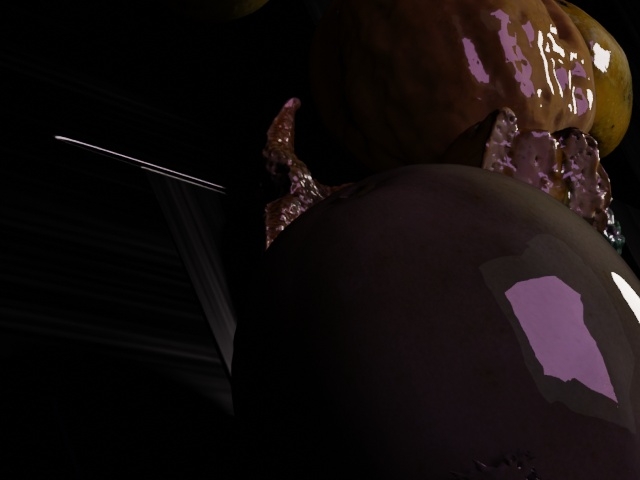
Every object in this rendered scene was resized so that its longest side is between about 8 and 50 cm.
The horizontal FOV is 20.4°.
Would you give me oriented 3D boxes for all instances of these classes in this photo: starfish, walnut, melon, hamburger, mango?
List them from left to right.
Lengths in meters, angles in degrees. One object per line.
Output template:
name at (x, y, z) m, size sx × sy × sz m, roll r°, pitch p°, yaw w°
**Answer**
starfish at (-0.001, 0.002, 1.333) m, size 0.138 × 0.050 × 0.247 m, roll 42°, pitch 33°, yaw -30°
walnut at (0.111, -0.148, 1.530) m, size 0.224 × 0.257 × 0.257 m, roll 83°, pitch -13°, yaw -61°
melon at (0.090, 0.117, 1.063) m, size 0.330 × 0.268 × 0.268 m, roll 65°, pitch 21°, yaw -8°
hamburger at (0.141, 0.038, 1.392) m, size 0.124 × 0.131 × 0.262 m, roll 14°, pitch 83°, yaw -22°
mango at (0.252, -0.163, 1.926) m, size 0.329 × 0.175 × 0.177 m, roll 48°, pitch 46°, yaw -73°

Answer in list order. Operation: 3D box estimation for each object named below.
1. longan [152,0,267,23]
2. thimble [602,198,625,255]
longan at (-0.077, -0.247, 1.358) m, size 0.145 × 0.176 × 0.155 m, roll -44°, pitch 125°, yaw -50°
thimble at (0.240, -0.016, 1.771) m, size 0.135 × 0.090 × 0.118 m, roll 32°, pitch 34°, yaw -48°
